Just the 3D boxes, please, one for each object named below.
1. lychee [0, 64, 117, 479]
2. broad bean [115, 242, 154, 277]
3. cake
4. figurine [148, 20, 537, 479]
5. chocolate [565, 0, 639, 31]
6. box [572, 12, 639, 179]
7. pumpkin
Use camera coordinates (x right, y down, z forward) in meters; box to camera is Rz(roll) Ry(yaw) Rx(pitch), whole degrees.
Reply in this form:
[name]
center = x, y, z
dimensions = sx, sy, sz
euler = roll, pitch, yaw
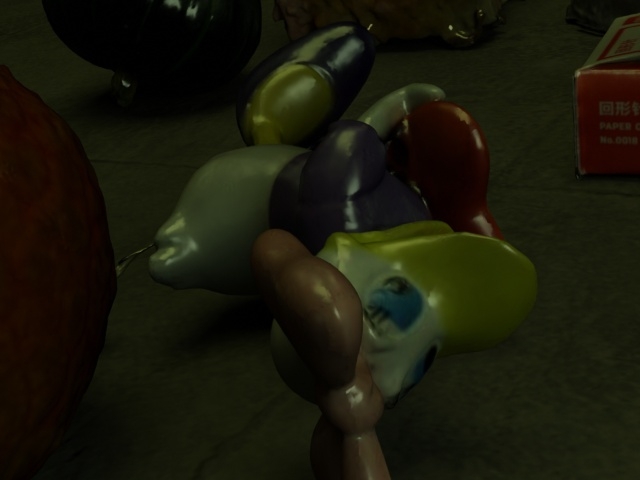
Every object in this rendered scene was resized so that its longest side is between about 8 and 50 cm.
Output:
[lychee]
center = -0.220, 0.024, 0.472
dimensions = 0.255, 0.300, 0.255
euler = -13, 60, 23
[broad bean]
center = -0.205, -0.005, 0.774
dimensions = 0.098, 0.056, 0.318
euler = -36, 32, -16
[cake]
center = 0.085, -0.417, 1.344
dimensions = 0.293, 0.314, 0.307
euler = -1, 25, 21
[figurine]
center = 0.003, -0.003, 0.589
dimensions = 0.193, 0.154, 0.421
euler = -18, 23, -10
[chocolate]
center = 0.429, -0.369, 1.240
dimensions = 0.303, 0.212, 0.303
euler = -5, 24, 2
[box]
center = 0.280, -0.122, 0.842
dimensions = 0.133, 0.099, 0.182
euler = 2, 24, 26
[pumpkin]
center = -0.187, -0.251, 1.183
dimensions = 0.250, 0.216, 0.250
euler = 17, 2, 0
